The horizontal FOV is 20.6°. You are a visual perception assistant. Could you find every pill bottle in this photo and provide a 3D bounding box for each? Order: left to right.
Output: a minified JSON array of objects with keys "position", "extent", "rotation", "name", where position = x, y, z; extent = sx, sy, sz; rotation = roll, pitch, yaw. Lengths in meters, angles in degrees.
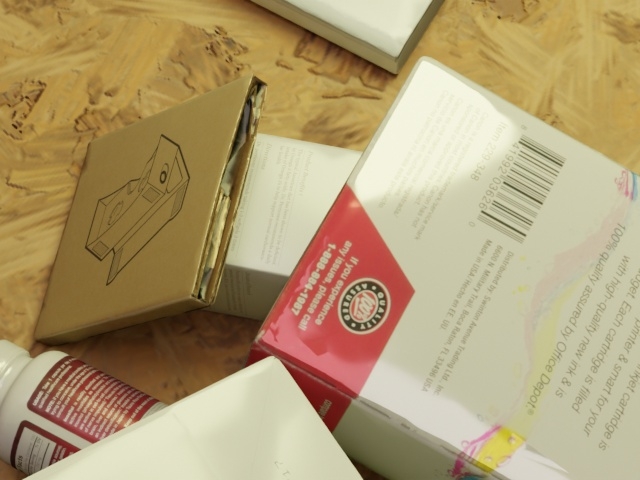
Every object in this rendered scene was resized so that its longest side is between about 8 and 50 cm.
[{"position":[-0.164,0.128,1.193],"extent":[0.152,0.086,0.086],"rotation":[26,69,10],"name":"pill bottle"}]

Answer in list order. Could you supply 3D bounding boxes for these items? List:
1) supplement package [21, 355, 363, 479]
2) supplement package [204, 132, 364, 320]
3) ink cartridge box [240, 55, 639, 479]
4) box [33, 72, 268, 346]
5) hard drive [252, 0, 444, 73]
[{"position":[-0.084,0.239,0.994],"extent":[0.198,0.263,0.199],"rotation":[-25,70,-32],"name":"supplement package"},{"position":[0.000,0.000,1.238],"extent":[0.179,0.105,0.105],"rotation":[11,67,4],"name":"supplement package"},{"position":[0.133,0.064,1.098],"extent":[0.306,0.131,0.226],"rotation":[31,68,1],"name":"ink cartridge box"},{"position":[-0.119,-0.017,1.210],"extent":[0.021,0.201,0.164],"rotation":[27,64,-31],"name":"box"},{"position":[-0.025,-0.282,1.392],"extent":[0.307,0.040,0.203],"rotation":[28,70,11],"name":"hard drive"}]
